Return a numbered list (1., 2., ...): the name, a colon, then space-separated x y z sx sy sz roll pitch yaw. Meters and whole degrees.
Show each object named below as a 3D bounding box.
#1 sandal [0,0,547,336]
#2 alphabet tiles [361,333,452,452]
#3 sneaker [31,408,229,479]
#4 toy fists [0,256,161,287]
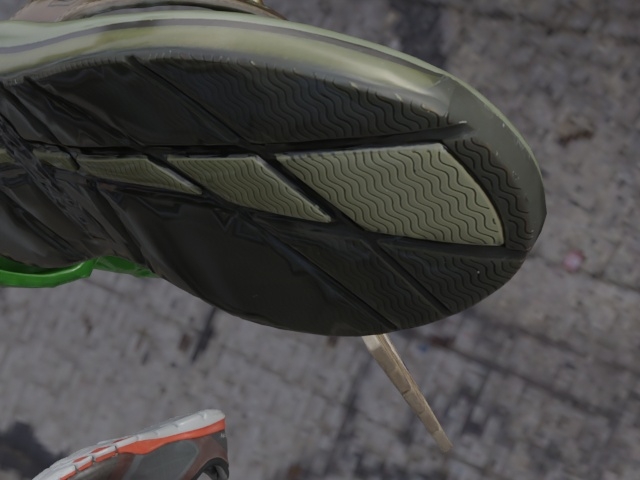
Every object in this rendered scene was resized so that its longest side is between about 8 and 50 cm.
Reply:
1. sandal: -0.054 -0.045 0.599 0.303 0.120 0.086 9 53 45
2. alphabet tiles: 0.000 0.000 0.968 0.009 0.237 0.198 -30 65 2
3. sneaker: -0.124 0.164 1.253 0.061 0.158 0.065 -17 89 57
4. toy fists: -0.157 -0.017 1.209 0.142 0.279 0.096 -3 91 55
